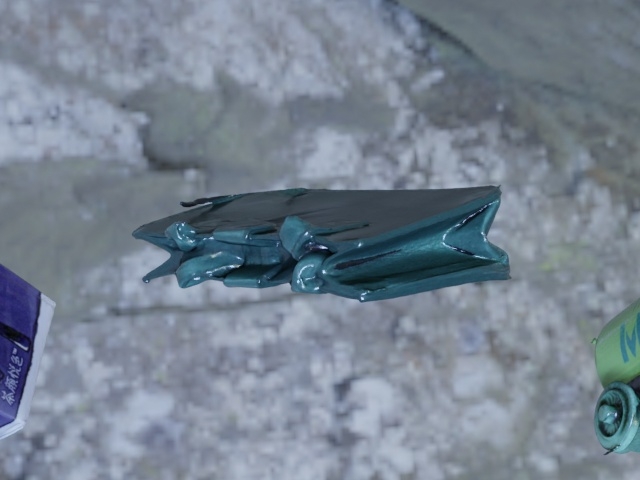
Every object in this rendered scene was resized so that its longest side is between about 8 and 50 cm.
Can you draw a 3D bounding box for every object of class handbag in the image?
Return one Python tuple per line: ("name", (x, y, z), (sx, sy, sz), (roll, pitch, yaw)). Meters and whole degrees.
("handbag", (0.001, -0.001, 1.552), (0.238, 0.089, 0.326), (-12, -168, -43))

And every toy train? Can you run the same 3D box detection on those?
("toy train", (0.303, 0.082, 1.297), (0.105, 0.157, 0.253), (11, 151, -17))

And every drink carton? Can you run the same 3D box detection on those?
("drink carton", (-0.338, 0.061, 1.309), (0.102, 0.134, 0.222), (-21, 134, 33))
